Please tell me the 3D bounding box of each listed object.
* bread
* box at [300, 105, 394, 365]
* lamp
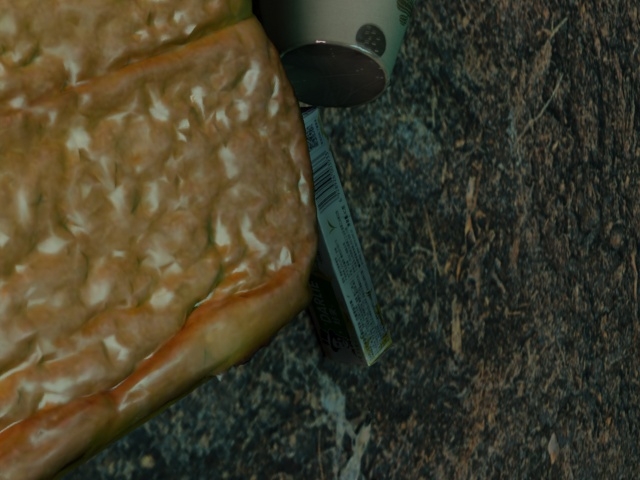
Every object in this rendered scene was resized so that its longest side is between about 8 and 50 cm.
[{"bbox_3d":[-0.168,-0.053,0.488,0.337,0.148,0.327,-35,114,-43],"label":"bread"},{"bbox_3d":[0.000,0.000,0.770,0.041,0.050,0.207,-40,122,-39],"label":"box"},{"bbox_3d":[0.014,-0.205,0.728,0.121,0.121,0.214,33,56,-47],"label":"lamp"}]
